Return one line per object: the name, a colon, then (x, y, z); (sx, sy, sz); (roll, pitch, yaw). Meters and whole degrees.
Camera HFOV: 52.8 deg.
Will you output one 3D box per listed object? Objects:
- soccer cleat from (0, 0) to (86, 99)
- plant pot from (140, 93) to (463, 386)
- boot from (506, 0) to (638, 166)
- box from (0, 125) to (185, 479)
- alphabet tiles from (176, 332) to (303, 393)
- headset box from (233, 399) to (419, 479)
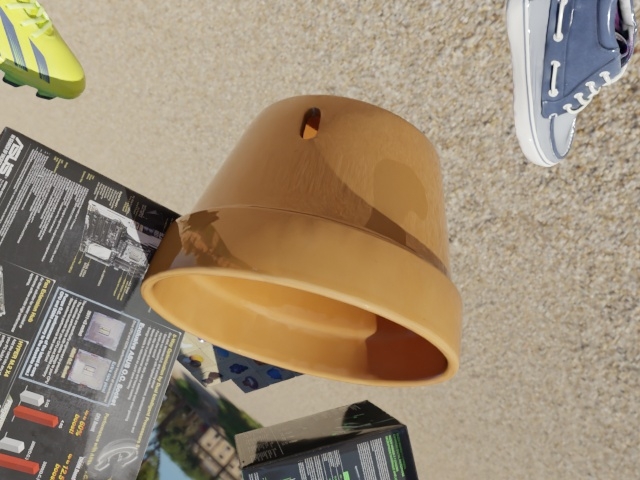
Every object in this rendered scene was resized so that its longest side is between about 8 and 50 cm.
soccer cleat: (-0.346, -0.269, 0.669); (0.289, 0.121, 0.093); (47, -167, -31)
plant pot: (0.000, 0.000, 0.621); (0.290, 0.204, 0.291); (12, 157, 5)
boot: (0.212, -0.133, 0.538); (0.086, 0.069, 0.190); (18, 148, 39)
box: (-0.259, 0.080, 0.628); (0.242, 0.308, 0.076); (28, 152, -30)
alphabet tiles: (-0.107, 0.175, 1.172); (0.011, 0.342, 0.285); (-96, -21, -46)
headset box: (0.010, 0.375, 1.077); (0.246, 0.282, 0.131); (156, 101, -78)
